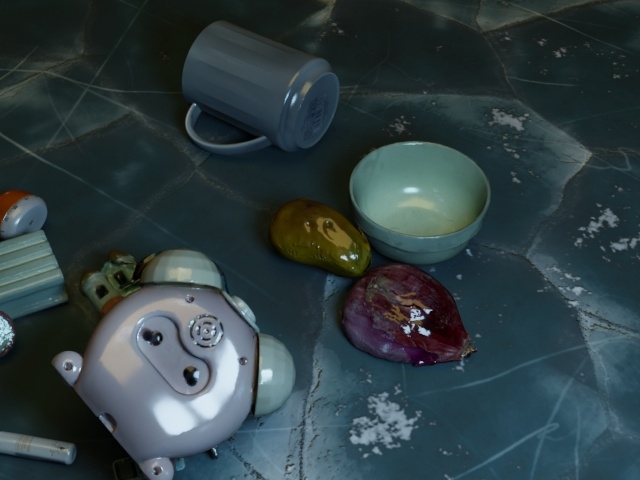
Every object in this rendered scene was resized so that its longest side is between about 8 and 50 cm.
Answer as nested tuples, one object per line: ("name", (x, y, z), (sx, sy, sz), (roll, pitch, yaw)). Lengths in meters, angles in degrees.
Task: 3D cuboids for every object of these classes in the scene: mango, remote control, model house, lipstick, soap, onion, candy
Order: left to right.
("candy", (-0.639, 0.181, 1.837), (0.103, 0.103, 0.043), (-28, 9, -27))
("soap", (-0.664, 0.091, 1.928), (0.265, 0.088, 0.160), (-19, 49, -21))
("lipstick", (-0.505, 0.368, 1.694), (0.141, 0.040, 0.040), (9, 45, 4))
("model house", (-0.358, 0.088, 1.895), (0.253, 0.185, 0.291), (-31, 50, -24))
("remote control", (-0.304, 0.399, 1.690), (0.124, 0.018, 0.053), (-11, 47, -15))
("mango", (0.000, 0.000, 2.010), (0.248, 0.151, 0.156), (32, 50, 27))
("onion", (0.189, 0.142, 1.906), (0.283, 0.120, 0.227), (24, 53, 19))

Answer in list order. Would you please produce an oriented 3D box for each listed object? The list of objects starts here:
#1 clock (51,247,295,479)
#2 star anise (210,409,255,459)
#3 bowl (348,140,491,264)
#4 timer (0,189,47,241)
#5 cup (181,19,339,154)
("clock", (-0.245, 0.214, 1.641), (0.325, 0.184, 0.342), (-40, 92, -17))
("star anise", (-0.215, 0.306, 1.756), (0.182, 0.065, 0.195), (31, 53, 25))
("bowl", (0.209, -0.065, 2.080), (0.307, 0.163, 0.307), (2, 45, -2))
("timer", (-0.673, -0.059, 2.069), (0.136, 0.099, 0.136), (10, 36, -7))
("cup", (-0.161, -0.337, 2.308), (0.326, 0.237, 0.323), (27, 79, 22))
